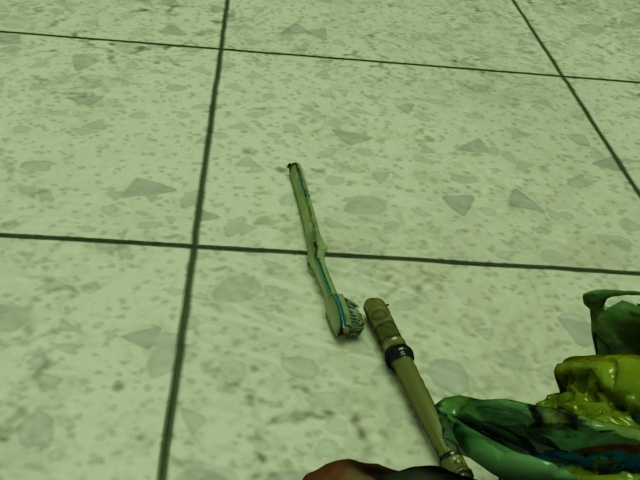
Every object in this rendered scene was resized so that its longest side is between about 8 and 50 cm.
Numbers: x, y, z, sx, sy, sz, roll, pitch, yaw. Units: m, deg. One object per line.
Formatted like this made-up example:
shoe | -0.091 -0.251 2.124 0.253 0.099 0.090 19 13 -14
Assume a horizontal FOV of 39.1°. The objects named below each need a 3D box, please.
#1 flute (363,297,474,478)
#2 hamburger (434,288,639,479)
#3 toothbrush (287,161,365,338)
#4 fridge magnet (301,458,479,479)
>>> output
flute | 0.076 0.119 0.705 0.027 0.027 0.233 -4 35 -16
hamburger | 0.211 0.109 0.520 0.276 0.260 0.150 19 73 13
toothbrush | -0.005 -0.002 0.873 0.028 0.026 0.294 14 29 -24
fridge magnet | 0.101 0.194 0.353 0.364 0.155 0.363 21 -9 4
